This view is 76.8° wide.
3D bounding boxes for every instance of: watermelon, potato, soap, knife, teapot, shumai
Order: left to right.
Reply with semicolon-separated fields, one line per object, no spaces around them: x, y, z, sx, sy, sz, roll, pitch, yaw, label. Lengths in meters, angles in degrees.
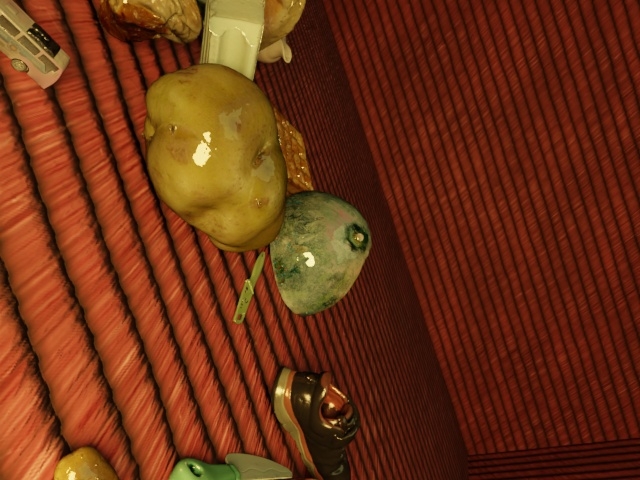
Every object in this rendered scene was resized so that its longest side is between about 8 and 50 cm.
-0.224;0.240;0.392;0.051;0.040;0.083;-63;134;-70;potato
-0.286;-0.368;0.630;0.120;0.201;0.201;-57;141;-12;shumai
-0.152;-0.109;0.661;0.351;0.203;0.218;63;26;-53;potato
-0.161;-0.296;0.705;0.094;0.261;0.150;2;58;-22;soap
-0.120;0.335;0.586;0.034;0.063;0.260;-57;147;-7;knife
-0.138;0.085;0.797;0.207;0.014;0.030;-80;148;-52;knife
-0.162;-0.621;1.136;0.204;0.140;0.297;-1;80;-66;teapot
0.006;-0.001;0.943;0.188;0.175;0.321;43;47;-48;watermelon

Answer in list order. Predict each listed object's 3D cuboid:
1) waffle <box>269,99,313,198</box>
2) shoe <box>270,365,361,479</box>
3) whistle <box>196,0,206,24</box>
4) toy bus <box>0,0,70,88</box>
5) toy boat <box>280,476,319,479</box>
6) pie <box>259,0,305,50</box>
-0.128;-0.229;0.983;0.308;0.091;0.212;32;43;-63;waffle
0.017;0.361;0.794;0.114;0.137;0.290;-65;135;-62;shoe
-0.294;-0.586;0.779;0.405;0.188;0.168;41;22;11;whistle
-0.347;-0.237;0.450;0.130;0.052;0.036;52;26;-45;toy bus
-0.053;0.440;0.612;0.141;0.099;0.318;35;6;23;toy boat
-0.152;-0.592;0.862;0.075;0.338;0.337;-29;101;-50;pie
